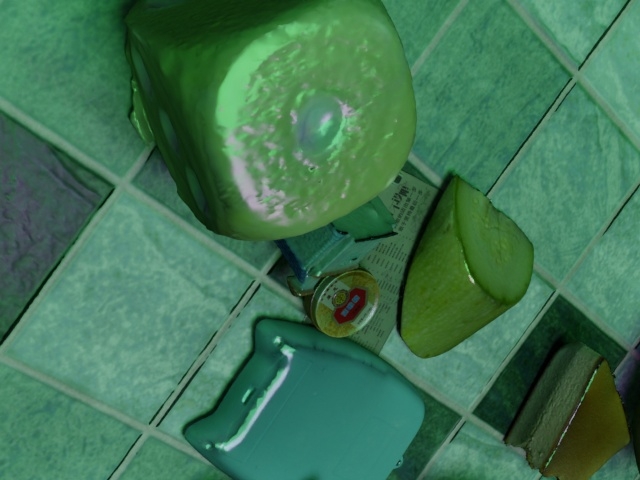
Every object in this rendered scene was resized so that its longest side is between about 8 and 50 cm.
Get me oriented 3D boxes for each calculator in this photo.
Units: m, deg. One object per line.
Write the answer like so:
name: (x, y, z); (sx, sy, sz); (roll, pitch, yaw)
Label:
calculator: (0.003, 0.267, 1.649); (0.386, 0.054, 0.256); (32, 93, -43)

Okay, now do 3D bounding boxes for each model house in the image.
model house: (0.000, 0.000, 1.494); (0.149, 0.119, 0.148); (-50, 158, 28)

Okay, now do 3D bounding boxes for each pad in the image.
pad: (0.088, 0.035, 1.618); (0.159, 0.009, 0.265); (22, 99, -39)

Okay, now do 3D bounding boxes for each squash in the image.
squash: (0.193, 0.053, 1.689); (0.237, 0.155, 0.204); (34, 54, -40)

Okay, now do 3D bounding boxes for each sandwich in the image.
sandwich: (0.395, 0.293, 1.879); (0.186, 0.108, 0.220); (-36, 129, -15)

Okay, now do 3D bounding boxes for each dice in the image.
dice: (-0.060, -0.166, 1.267); (0.254, 0.249, 0.252); (-28, 124, -19)

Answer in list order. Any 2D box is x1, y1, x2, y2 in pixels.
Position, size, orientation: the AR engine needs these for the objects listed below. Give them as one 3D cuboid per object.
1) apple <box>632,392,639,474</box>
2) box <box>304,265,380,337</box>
apple: (0.711, 0.327, 1.968); (0.357, 0.357, 0.357); (-14, 119, -27)
box: (0.029, 0.080, 1.575); (0.105, 0.037, 0.106); (-15, 120, -26)
